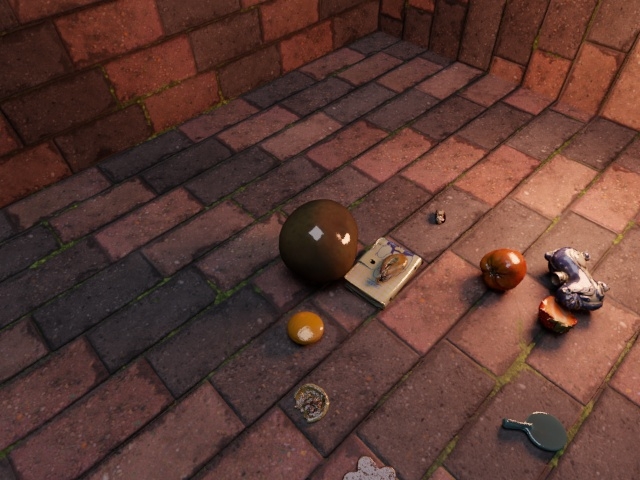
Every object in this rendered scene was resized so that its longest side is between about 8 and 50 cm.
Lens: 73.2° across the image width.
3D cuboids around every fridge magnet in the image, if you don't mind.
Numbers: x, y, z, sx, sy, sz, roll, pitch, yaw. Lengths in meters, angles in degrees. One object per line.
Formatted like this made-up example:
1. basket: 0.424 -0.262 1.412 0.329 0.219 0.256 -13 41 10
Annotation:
1. fridge magnet: -0.058 0.339 1.665 0.143 0.063 0.142 0 49 0

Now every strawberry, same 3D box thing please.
1. strawberry: 0.900 0.285 1.665 0.147 0.082 0.187 30 38 -1

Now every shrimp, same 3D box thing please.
1. shrimp: 0.288 0.113 1.780 0.101 0.042 0.190 23 49 38

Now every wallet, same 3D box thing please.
1. wallet: 0.265 0.133 1.825 0.223 0.077 0.309 31 55 22

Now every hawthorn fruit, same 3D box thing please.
1. hawthorn fruit: 0.750 0.113 1.765 0.190 0.189 0.189 -1 49 1

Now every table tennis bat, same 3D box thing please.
1. table tennis bat: 0.702 0.617 1.414 0.202 0.033 0.124 9 48 7

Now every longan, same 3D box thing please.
1. longan: 0.000 0.000 1.799 0.362 0.360 0.360 -1 49 1

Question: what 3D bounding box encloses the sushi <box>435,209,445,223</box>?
1. sushi: 0.574 -0.116 2.050 0.046 0.044 0.083 5 51 8

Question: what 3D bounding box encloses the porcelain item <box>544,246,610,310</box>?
1. porcelain item: 1.004 0.156 1.731 0.187 0.137 0.287 -4 54 -8

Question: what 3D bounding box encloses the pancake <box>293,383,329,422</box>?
1. pancake: -0.030 0.560 1.498 0.116 0.022 0.129 -34 60 -24

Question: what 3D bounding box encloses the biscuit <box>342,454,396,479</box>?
1. biscuit: 0.177 0.772 1.294 0.180 0.039 0.236 -34 56 -27
